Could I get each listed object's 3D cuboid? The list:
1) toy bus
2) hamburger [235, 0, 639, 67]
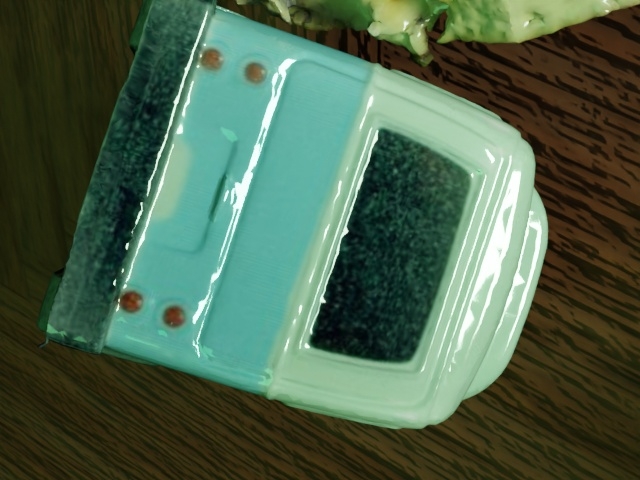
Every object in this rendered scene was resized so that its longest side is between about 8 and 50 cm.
[{"bbox_3d":[0.000,0.000,0.682,0.165,0.133,0.271,18,179,3],"label":"toy bus"},{"bbox_3d":[0.044,-0.162,0.554,0.282,0.245,0.155,-25,126,11],"label":"hamburger"}]
